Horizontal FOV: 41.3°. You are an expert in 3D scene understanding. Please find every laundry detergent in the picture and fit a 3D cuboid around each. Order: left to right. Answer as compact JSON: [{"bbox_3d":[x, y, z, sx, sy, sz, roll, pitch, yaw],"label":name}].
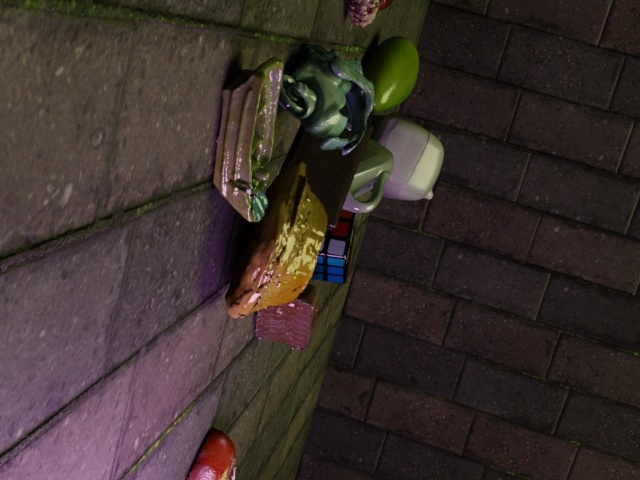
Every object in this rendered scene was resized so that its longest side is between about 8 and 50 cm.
[{"bbox_3d":[0.049,-0.146,2.037,0.280,0.214,0.105,-59,170,-48],"label":"laundry detergent"}]

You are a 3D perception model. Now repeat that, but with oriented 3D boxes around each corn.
[{"bbox_3d":[0.108,-0.593,1.941,0.280,0.092,0.092,91,18,-66],"label":"corn"}]

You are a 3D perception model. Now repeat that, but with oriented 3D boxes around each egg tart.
[{"bbox_3d":[-0.074,0.006,1.605,0.341,0.129,0.341,-160,-90,-81],"label":"egg tart"}]

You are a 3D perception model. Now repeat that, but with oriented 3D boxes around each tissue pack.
[{"bbox_3d":[0.219,-0.239,2.504,0.229,0.236,0.333,-63,-161,0],"label":"tissue pack"}]

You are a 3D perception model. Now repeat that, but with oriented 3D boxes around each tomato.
[{"bbox_3d":[-0.242,0.553,1.957,0.228,0.101,0.228,14,90,-83],"label":"tomato"}]

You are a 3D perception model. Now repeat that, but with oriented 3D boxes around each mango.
[{"bbox_3d":[0.202,-0.487,2.557,0.343,0.155,0.192,-58,155,-48],"label":"mango"}]

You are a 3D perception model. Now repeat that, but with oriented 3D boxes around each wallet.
[{"bbox_3d":[0.011,-0.183,1.938,0.042,0.165,0.310,-34,-150,57],"label":"wallet"}]

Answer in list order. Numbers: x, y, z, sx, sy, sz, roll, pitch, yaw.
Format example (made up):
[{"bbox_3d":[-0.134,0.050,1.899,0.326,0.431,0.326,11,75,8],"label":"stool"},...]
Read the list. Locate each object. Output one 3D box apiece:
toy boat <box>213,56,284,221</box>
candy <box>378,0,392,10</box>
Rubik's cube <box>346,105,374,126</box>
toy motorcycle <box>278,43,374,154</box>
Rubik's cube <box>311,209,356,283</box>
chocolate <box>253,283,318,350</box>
[{"bbox_3d":[-0.120,-0.163,1.380,0.111,0.084,0.276,-57,159,-52],"label":"toy boat"},{"bbox_3d":[0.163,-0.665,2.265,0.292,0.059,0.086,-60,162,-58],"label":"candy"},{"bbox_3d":[0.100,-0.334,2.409,0.111,0.093,0.111,19,90,-80],"label":"Rubik's cube"},{"bbox_3d":[0.011,-0.278,1.678,0.154,0.206,0.260,-31,-162,33],"label":"toy motorcycle"},{"bbox_3d":[0.000,0.000,2.132,0.161,0.162,0.163,89,13,-64],"label":"Rubik's cube"},{"bbox_3d":[-0.081,0.168,2.074,0.214,0.148,0.093,101,5,-47],"label":"chocolate"}]
